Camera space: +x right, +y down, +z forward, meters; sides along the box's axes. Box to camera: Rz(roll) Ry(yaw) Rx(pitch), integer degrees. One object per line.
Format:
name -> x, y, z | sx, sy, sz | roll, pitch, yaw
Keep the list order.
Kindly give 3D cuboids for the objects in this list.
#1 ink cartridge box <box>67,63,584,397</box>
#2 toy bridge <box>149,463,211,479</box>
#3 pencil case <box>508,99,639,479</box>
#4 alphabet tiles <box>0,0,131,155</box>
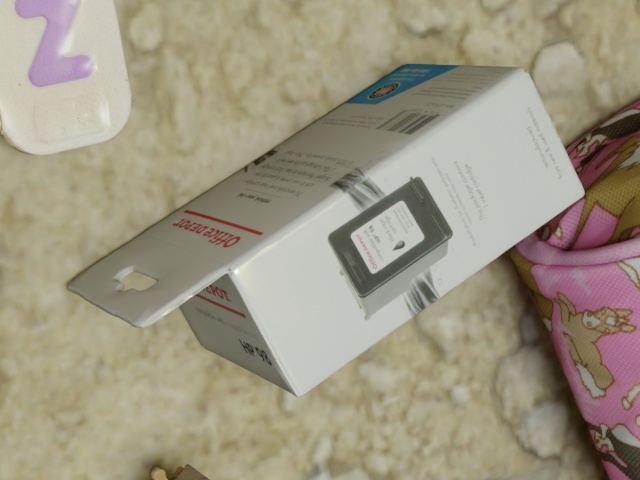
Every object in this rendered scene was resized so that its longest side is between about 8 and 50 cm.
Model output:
ink cartridge box -> 0.000, 0.000, 0.630 | 0.180, 0.104, 0.060 | -34, 109, -17
toy bridge -> -0.014, 0.161, 0.664 | 0.026, 0.063, 0.188 | -42, 112, -15
pencil case -> 0.234, 0.114, 0.723 | 0.160, 0.167, 0.386 | -48, 117, -48
alphabet tiles -> -0.163, -0.156, 0.561 | 0.284, 0.021, 0.278 | -15, 102, -31
